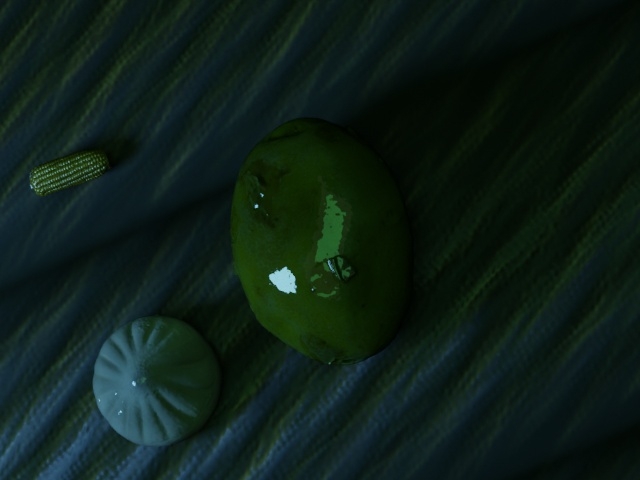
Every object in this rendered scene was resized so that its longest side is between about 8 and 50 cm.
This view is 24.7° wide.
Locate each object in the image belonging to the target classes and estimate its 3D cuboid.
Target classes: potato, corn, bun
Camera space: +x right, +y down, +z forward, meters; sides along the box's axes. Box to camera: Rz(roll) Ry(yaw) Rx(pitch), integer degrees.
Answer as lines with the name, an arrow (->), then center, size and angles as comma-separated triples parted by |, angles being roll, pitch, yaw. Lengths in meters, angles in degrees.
potato -> 0.000, 0.000, 1.462 | 0.186, 0.148, 0.253 | -22, 80, 5
corn -> -0.270, -0.075, 1.575 | 0.092, 0.037, 0.037 | -16, 81, 6
bun -> -0.174, 0.145, 1.506 | 0.138, 0.094, 0.138 | 0, 87, 9
